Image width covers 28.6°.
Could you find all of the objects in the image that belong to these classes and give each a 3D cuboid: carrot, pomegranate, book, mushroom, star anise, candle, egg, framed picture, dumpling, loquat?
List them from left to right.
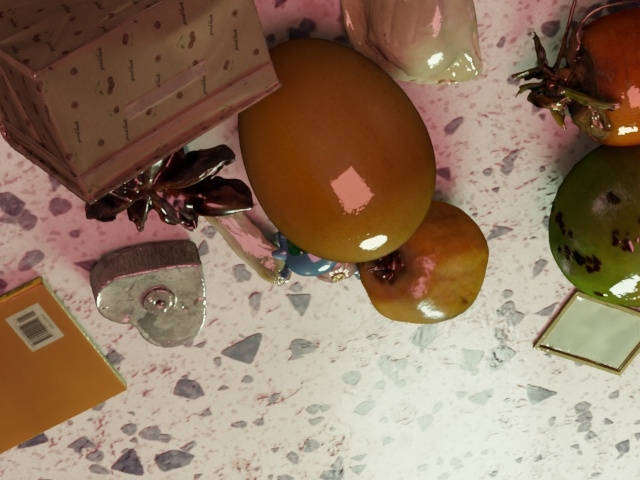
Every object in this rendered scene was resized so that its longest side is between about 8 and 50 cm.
[{"bbox_3d":[-0.526,0.229,1.965,0.374,0.028,0.262,-26,128,5],"label":"book"},{"bbox_3d":[-0.224,-0.091,1.736,0.283,0.129,0.212,-17,125,42],"label":"star anise"},{"bbox_3d":[-0.242,0.072,1.900,0.192,0.068,0.168,33,111,-36],"label":"candle"},{"bbox_3d":[-0.115,-0.008,1.890,0.059,0.054,0.202,-40,120,8],"label":"mushroom"},{"bbox_3d":[0.019,-0.123,1.708,0.250,0.250,0.322,-28,102,6],"label":"egg"},{"bbox_3d":[0.112,-0.310,1.686,0.179,0.131,0.252,-6,126,29],"label":"dumpling"},{"bbox_3d":[0.153,0.033,1.900,0.234,0.176,0.187,-5,97,-43],"label":"loquat"},{"bbox_3d":[0.485,0.163,2.195,0.201,0.010,0.136,19,120,-25],"label":"framed picture"},{"bbox_3d":[0.450,-0.236,1.773,0.331,0.193,0.214,-16,144,-2],"label":"carrot"},{"bbox_3d":[0.481,-0.001,1.882,0.291,0.323,0.290,7,149,4],"label":"pomegranate"}]

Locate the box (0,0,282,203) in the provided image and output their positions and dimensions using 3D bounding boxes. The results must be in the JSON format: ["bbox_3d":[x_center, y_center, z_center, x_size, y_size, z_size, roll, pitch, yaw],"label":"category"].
[{"bbox_3d":[-0.242,-0.228,1.521,0.297,0.225,0.190,-34,132,-23],"label":"box"}]

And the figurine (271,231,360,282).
[{"bbox_3d":[0.004,-0.004,1.896,0.114,0.144,0.178,-2,158,30],"label":"figurine"}]
